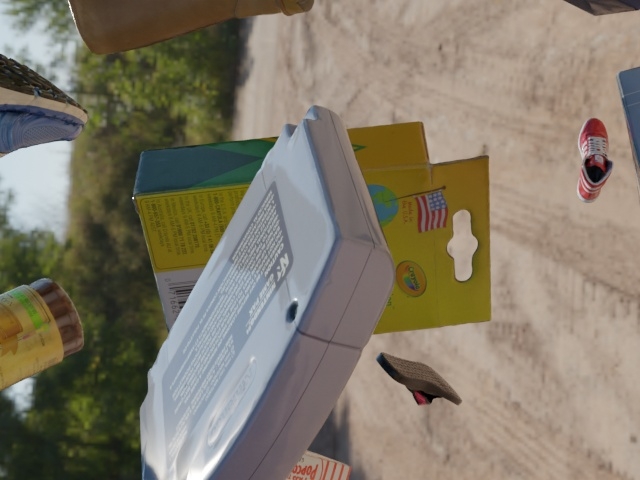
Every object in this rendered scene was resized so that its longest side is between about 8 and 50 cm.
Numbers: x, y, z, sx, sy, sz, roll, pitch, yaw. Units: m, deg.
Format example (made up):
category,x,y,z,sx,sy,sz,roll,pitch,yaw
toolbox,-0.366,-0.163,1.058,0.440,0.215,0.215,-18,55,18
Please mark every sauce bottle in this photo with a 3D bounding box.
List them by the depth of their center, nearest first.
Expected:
category,x,y,z,sx,sy,sz,roll,pitch,yaw
sauce bottle,-0.452,0.156,1.262,0.111,0.344,0.111,31,135,38

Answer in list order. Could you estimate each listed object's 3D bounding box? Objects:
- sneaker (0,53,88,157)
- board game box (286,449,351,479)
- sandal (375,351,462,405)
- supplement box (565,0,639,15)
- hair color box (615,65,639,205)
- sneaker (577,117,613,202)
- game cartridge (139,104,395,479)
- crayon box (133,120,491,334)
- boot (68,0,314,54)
category,x,y,z,sx,sy,sz,roll,pitch,yaw
sneaker,-0.409,-0.131,1.212,0.129,0.330,0.147,36,112,26
board game box,-0.084,0.231,1.165,0.193,0.146,0.045,6,76,52
sandal,0.124,0.190,1.408,0.040,0.179,0.067,-53,47,11
supplement box,0.193,-0.216,0.756,0.056,0.083,0.083,18,88,68
hair color box,0.319,0.052,0.791,0.185,0.113,0.375,59,-157,-48
sneaker,0.362,-0.115,1.397,0.067,0.042,0.119,76,-160,-73
game cartridge,-0.048,0.075,0.742,0.297,0.062,0.198,-58,30,28
crayon box,0.000,0.000,1.017,0.081,0.318,0.202,-93,-3,-53
boot,-0.159,-0.329,1.145,0.089,0.269,0.236,-50,-48,-61
